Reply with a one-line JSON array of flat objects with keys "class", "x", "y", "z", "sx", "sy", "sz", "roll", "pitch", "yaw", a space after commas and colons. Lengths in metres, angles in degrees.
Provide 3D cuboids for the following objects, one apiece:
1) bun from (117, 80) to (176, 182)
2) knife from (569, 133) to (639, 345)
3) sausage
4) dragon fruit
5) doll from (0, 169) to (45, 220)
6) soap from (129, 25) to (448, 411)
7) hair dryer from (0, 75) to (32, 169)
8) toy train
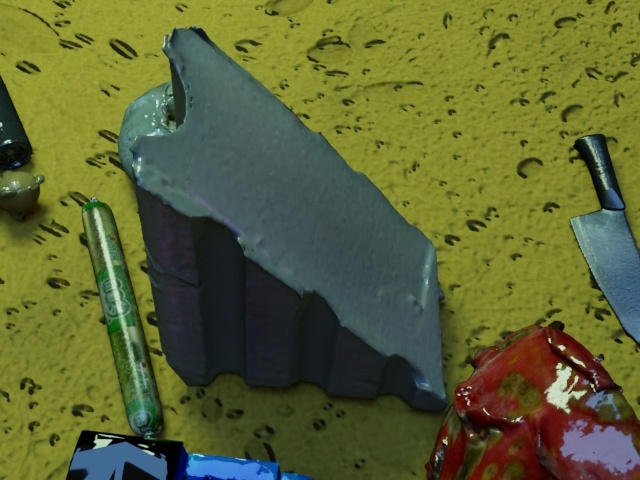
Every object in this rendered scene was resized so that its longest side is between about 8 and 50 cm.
[{"class": "bun", "x": -0.140, "y": -0.110, "z": 0.867, "sx": 0.141, "sy": 0.083, "sz": 0.140, "roll": -2, "pitch": 59, "yaw": 3}, {"class": "knife", "x": 0.283, "y": -0.004, "z": 0.841, "sx": 0.060, "sy": 0.028, "sz": 0.230, "roll": -13, "pitch": 63, "yaw": 7}, {"class": "sausage", "x": -0.186, "y": 0.065, "z": 0.793, "sx": 0.033, "sy": 0.032, "sz": 0.269, "roll": -16, "pitch": 61, "yaw": -9}, {"class": "dragon fruit", "x": 0.158, "y": 0.201, "z": 0.655, "sx": 0.212, "sy": 0.134, "sz": 0.262, "roll": -30, "pitch": 68, "yaw": -4}, {"class": "doll", "x": -0.323, "y": -0.057, "z": 0.856, "sx": 0.093, "sy": 0.051, "sz": 0.061, "roll": 28, "pitch": 35, "yaw": 13}, {"class": "soap", "x": 0.000, "y": 0.000, "z": 0.685, "sx": 0.258, "sy": 0.302, "sz": 0.158, "roll": 10, "pitch": 56, "yaw": 3}, {"class": "hair dryer", "x": -0.421, "y": -0.118, "z": 0.899, "sx": 0.195, "sy": 0.050, "sz": 0.173, "roll": -28, "pitch": 62, "yaw": -10}, {"class": "toy train", "x": -0.087, "y": 0.209, "z": 0.651, "sx": 0.204, "sy": 0.131, "sz": 0.082, "roll": 6, "pitch": 59, "yaw": 3}]
